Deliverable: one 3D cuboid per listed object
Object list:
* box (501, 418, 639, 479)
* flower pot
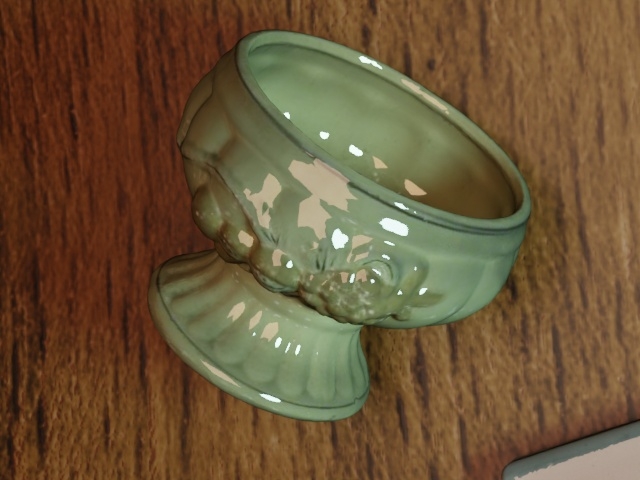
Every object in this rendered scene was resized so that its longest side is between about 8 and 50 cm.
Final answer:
[{"bbox_3d":[0.280,0.200,1.557,0.243,0.055,0.103,-20,82,17],"label":"box"},{"bbox_3d":[0.000,0.000,1.540,0.307,0.307,0.244,37,115,15],"label":"flower pot"}]
